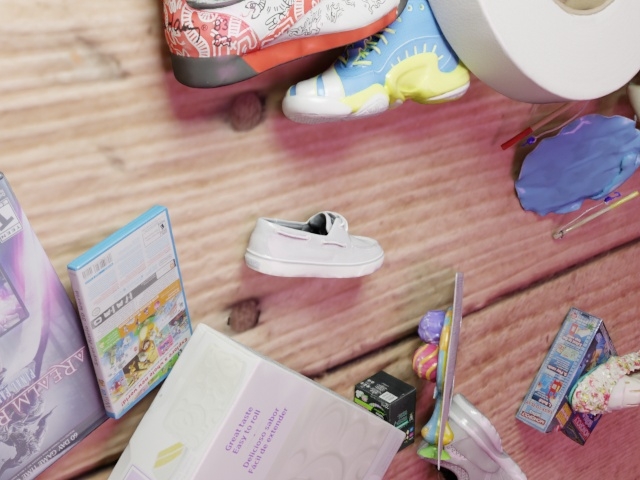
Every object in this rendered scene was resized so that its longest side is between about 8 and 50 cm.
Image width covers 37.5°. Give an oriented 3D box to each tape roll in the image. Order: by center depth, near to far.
[{"bbox_3d":[0.257,-0.343,1.024,0.392,0.072,0.392,-4,96,-40],"label":"tape roll"}]

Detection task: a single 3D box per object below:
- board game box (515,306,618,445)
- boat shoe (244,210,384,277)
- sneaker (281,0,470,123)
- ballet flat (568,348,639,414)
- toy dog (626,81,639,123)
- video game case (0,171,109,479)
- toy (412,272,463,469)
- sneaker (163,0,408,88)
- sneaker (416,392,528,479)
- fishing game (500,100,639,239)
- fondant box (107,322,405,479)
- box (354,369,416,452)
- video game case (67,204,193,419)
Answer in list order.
[{"bbox_3d":[0.402,0.240,1.521,0.194,0.060,0.194,-51,136,-15],"label":"board game box"},{"bbox_3d":[0.000,0.000,1.007,0.184,0.066,0.063,2,108,-36],"label":"boat shoe"},{"bbox_3d":[0.052,-0.191,0.965,0.240,0.091,0.126,-16,101,-40],"label":"sneaker"},{"bbox_3d":[0.492,0.226,1.504,0.241,0.077,0.091,-15,119,-40],"label":"ballet flat"},{"bbox_3d":[0.565,-0.252,1.344,0.395,0.284,0.408,-77,150,-42],"label":"toy dog"},{"bbox_3d":[-0.291,0.103,0.782,0.196,0.026,0.274,-39,131,-27],"label":"video game case"},{"bbox_3d":[0.146,0.158,1.196,0.137,0.056,0.237,9,84,-79],"label":"toy"},{"bbox_3d":[-0.024,-0.245,0.843,0.270,0.090,0.145,-28,129,-31],"label":"sneaker"},{"bbox_3d":[0.215,0.330,1.365,0.115,0.105,0.281,-39,128,-5],"label":"sneaker"},{"bbox_3d":[0.349,-0.107,1.283,0.189,0.041,0.264,-33,139,15],"label":"fishing game"},{"bbox_3d":[-0.066,0.256,1.011,0.330,0.096,0.238,37,81,-51],"label":"fondant box"},{"bbox_3d":[0.081,0.218,1.182,0.052,0.062,0.083,-23,123,-39],"label":"box"},{"bbox_3d":[-0.170,0.066,0.873,0.119,0.015,0.166,-42,135,-45],"label":"video game case"}]
